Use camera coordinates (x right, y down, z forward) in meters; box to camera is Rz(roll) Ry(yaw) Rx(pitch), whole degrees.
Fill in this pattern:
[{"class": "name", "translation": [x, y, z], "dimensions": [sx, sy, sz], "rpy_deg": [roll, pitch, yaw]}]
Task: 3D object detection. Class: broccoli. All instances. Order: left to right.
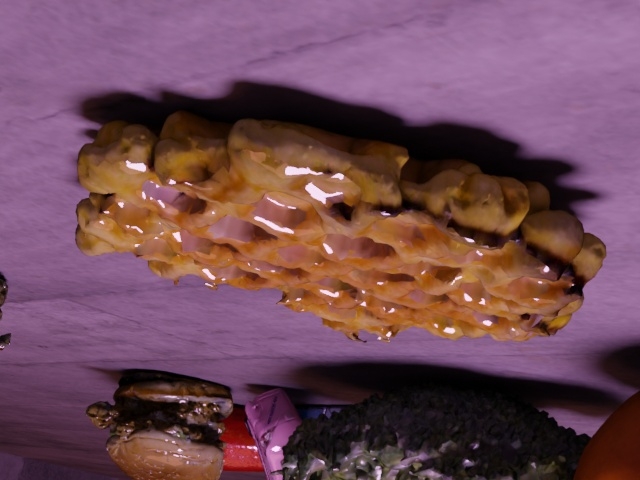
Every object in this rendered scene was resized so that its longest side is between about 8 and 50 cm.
[{"class": "broccoli", "translation": [0.142, 0.274, 1.130], "dimensions": [0.375, 0.302, 0.249], "rpy_deg": [-5, -163, 28]}]

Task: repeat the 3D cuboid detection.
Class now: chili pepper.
[{"class": "chili pepper", "translation": [-0.110, 0.267, 1.546], "dimensions": [0.368, 0.091, 0.137], "rpy_deg": [11, 174, 2]}]

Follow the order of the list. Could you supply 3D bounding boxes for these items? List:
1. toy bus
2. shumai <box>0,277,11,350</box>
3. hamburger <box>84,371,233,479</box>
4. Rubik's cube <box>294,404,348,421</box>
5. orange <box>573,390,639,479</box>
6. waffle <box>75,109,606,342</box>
[{"class": "toy bus", "translation": [-0.037, 0.269, 1.362], "dimensions": [0.063, 0.090, 0.203], "rpy_deg": [-22, 129, -11]}, {"class": "shumai", "translation": [-0.309, 0.065, 0.992], "dimensions": [0.083, 0.080, 0.082], "rpy_deg": [0, 159, 34]}, {"class": "hamburger", "translation": [-0.194, 0.229, 1.385], "dimensions": [0.185, 0.131, 0.159], "rpy_deg": [18, 158, -16]}, {"class": "Rubik's cube", "translation": [0.025, 0.269, 1.404], "dimensions": [0.178, 0.190, 0.211], "rpy_deg": [22, 163, 21]}, {"class": "orange", "translation": [0.317, 0.215, 0.856], "dimensions": [0.261, 0.261, 0.261], "rpy_deg": [9, 163, 3]}, {"class": "waffle", "translation": [0.010, 0.002, 0.653], "dimensions": [0.301, 0.058, 0.281], "rpy_deg": [13, 163, -6]}]
